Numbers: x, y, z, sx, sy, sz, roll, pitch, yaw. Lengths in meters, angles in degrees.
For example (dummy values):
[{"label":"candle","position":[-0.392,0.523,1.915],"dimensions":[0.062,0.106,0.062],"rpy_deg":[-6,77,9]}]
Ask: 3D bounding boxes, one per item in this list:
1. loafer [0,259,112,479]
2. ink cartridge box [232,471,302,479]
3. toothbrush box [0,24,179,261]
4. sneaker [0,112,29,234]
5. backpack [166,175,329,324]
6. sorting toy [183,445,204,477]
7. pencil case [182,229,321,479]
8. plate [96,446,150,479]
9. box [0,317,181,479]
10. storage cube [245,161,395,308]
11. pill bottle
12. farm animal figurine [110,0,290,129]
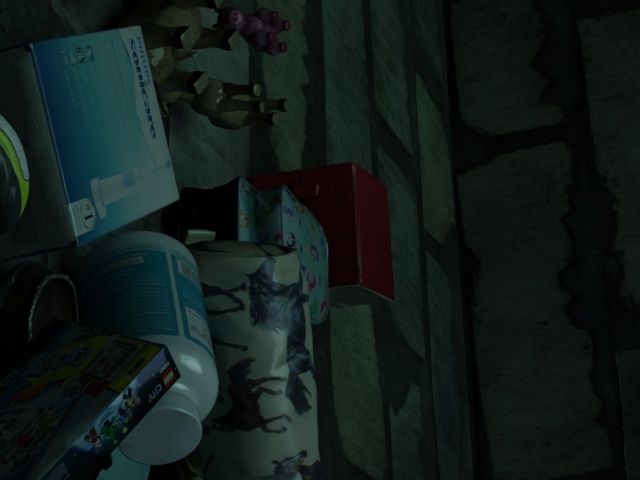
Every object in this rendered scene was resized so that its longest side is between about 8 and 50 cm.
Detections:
[{"label":"loafer","position":[-0.266,0.198,1.588],"dimensions":[0.134,0.130,0.366],"rpy_deg":[32,51,-67]},{"label":"ink cartridge box","position":[-0.148,0.385,1.709],"dimensions":[0.307,0.223,0.129],"rpy_deg":[-45,122,-68]},{"label":"toothbrush box","position":[-0.282,-0.113,1.697],"dimensions":[0.295,0.126,0.216],"rpy_deg":[-37,116,-69]},{"label":"sneaker","position":[-0.383,-0.105,1.453],"dimensions":[0.300,0.111,0.121],"rpy_deg":[59,37,-37]},{"label":"backpack","position":[-0.090,0.045,2.139],"dimensions":[0.253,0.191,0.225],"rpy_deg":[57,29,-62]},{"label":"sorting toy","position":[-0.159,0.267,2.038],"dimensions":[0.075,0.045,0.083],"rpy_deg":[-84,156,-62]},{"label":"pencil case","position":[-0.093,0.189,1.920],"dimensions":[0.160,0.183,0.410],"rpy_deg":[-11,99,-46]},{"label":"plate","position":[-0.248,0.219,1.809],"dimensions":[0.188,0.024,0.188],"rpy_deg":[-9,90,-73]},{"label":"box","position":[-0.262,0.173,1.432],"dimensions":[0.233,0.159,0.044],"rpy_deg":[-48,131,-35]},{"label":"storage cube","position":[0.000,0.000,2.419],"dimensions":[0.215,0.183,0.193],"rpy_deg":[28,56,-69]},{"label":"pill bottle","position":[-0.194,0.122,1.720],"dimensions":[0.264,0.146,0.146],"rpy_deg":[-105,172,-48]},{"label":"farm animal figurine","position":[-0.186,-0.274,2.038],"dimensions":[0.327,0.172,0.330],"rpy_deg":[-41,129,-55]}]
